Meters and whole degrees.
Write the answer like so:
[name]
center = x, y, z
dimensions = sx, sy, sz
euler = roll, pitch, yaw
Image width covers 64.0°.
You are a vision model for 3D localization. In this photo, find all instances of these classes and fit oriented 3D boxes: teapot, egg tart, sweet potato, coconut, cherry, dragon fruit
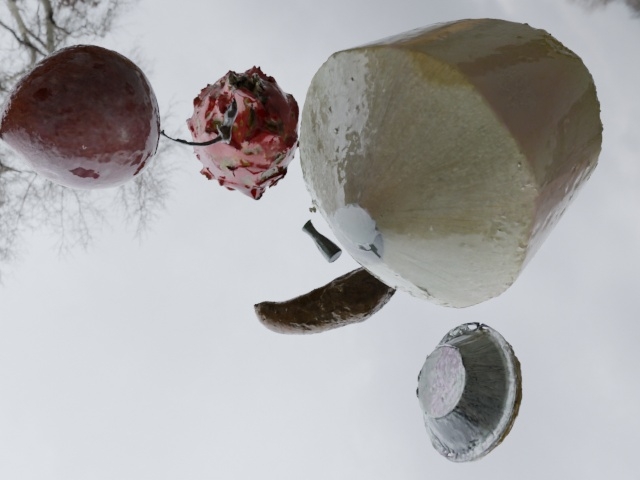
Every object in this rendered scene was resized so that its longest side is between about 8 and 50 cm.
[teapot]
center = 0.000, 0.000, 1.169
dimensions = 0.042, 0.043, 0.111
euler = -18, -122, -47
[egg tart]
center = 0.234, 0.249, 0.864
dimensions = 0.094, 0.234, 0.234
euler = 21, -136, -22
[sweet potato]
center = 0.047, 0.108, 0.968
dimensions = 0.341, 0.092, 0.114
euler = -20, -139, -7
[coconut]
center = 0.102, -0.065, 0.453
dimensions = 0.244, 0.239, 0.239
euler = -33, -102, -36
[cherry]
center = -0.150, -0.106, 0.420
dimensions = 0.225, 0.090, 0.107
euler = -37, -54, -54
[dragon fruit]
center = -0.132, -0.204, 0.907
dimensions = 0.205, 0.268, 0.210
euler = 30, -114, 8
